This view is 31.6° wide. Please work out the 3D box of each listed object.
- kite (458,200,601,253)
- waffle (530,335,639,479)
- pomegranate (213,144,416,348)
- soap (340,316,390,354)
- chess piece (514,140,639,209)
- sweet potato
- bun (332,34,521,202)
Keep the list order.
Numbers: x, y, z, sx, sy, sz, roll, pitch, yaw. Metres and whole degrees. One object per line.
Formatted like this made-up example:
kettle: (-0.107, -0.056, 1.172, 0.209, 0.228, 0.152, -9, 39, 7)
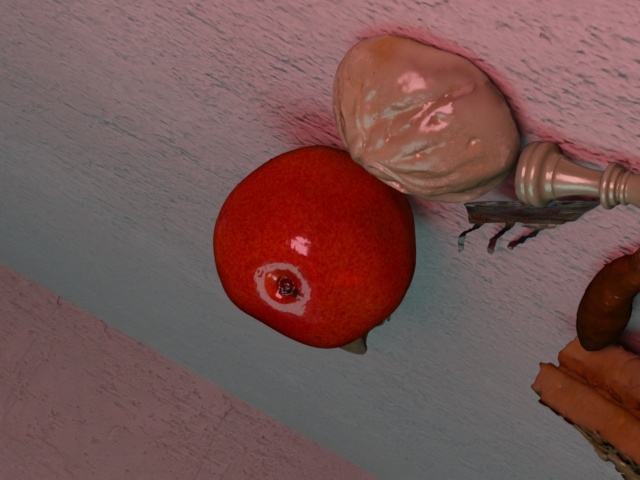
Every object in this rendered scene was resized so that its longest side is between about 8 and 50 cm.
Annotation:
kite: (0.184, -0.016, 1.126, 0.127, 0.016, 0.229, 5, 167, -6)
waffle: (0.434, 0.272, 1.284, 0.376, 0.114, 0.261, 41, 180, -26)
pomegranate: (0.000, 0.000, 1.249, 0.221, 0.220, 0.256, 31, -165, 3)
soap: (-0.005, 0.052, 1.572, 0.174, 0.089, 0.274, 26, 161, 20)
chess piece: (0.242, -0.045, 0.957, 0.149, 0.059, 0.059, 15, 156, 33)
sweet potato: (0.296, 0.063, 1.159, 0.057, 0.057, 0.264, 27, 160, 14)
bun: (0.082, -0.096, 1.004, 0.183, 0.102, 0.183, 27, 159, 11)
